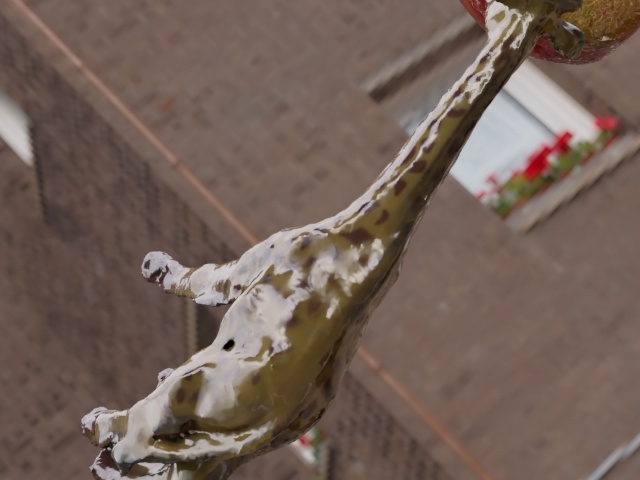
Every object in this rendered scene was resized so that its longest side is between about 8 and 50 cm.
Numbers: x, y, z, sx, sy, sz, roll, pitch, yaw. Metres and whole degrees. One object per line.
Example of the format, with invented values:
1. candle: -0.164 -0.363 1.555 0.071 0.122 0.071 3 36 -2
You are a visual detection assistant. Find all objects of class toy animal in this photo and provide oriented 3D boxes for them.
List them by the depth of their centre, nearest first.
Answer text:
1. toy animal: 0.001 0.006 0.684 0.054 0.149 0.275 36 -62 -24

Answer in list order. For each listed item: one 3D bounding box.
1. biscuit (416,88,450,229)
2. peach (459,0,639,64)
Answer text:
1. biscuit: 0.090 -0.053 1.484 0.184 0.027 0.133 108 -175 -55
2. peach: 0.191 -0.242 1.403 0.190 0.192 0.190 -26 -38 -22
